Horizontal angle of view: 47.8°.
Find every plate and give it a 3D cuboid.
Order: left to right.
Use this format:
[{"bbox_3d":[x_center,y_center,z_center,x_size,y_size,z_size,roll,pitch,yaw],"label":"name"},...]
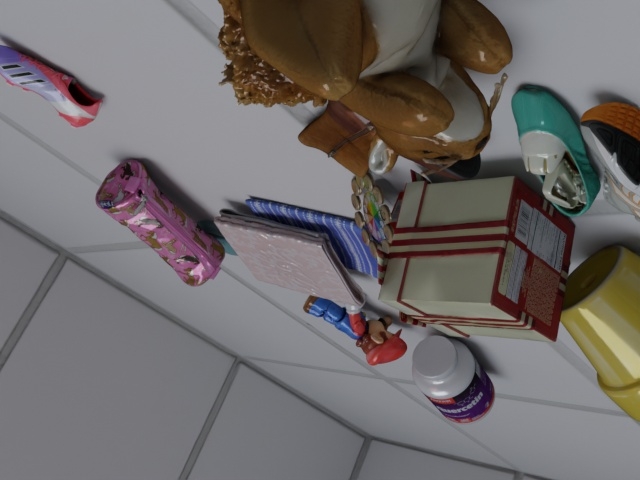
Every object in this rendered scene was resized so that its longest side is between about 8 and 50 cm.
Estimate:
[{"bbox_3d":[-0.275,0.003,2.065,0.188,0.024,0.188,20,159,8],"label":"plate"}]

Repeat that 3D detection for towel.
[{"bbox_3d":[-0.075,0.048,1.834,0.332,0.053,0.317,14,153,30],"label":"towel"},{"bbox_3d":[0.000,0.000,1.747,0.336,0.040,0.243,14,156,26],"label":"towel"}]

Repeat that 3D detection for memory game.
[{"bbox_3d":[0.098,-0.046,1.396,0.012,0.186,0.186,-17,165,-16],"label":"memory game"}]

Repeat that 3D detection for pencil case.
[{"bbox_3d":[-0.412,-0.038,1.904,0.160,0.167,0.386,-25,133,16],"label":"pencil case"}]

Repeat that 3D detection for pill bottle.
[{"bbox_3d":[0.377,0.397,2.079,0.182,0.181,0.323,9,154,35],"label":"pill bottle"}]

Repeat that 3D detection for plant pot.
[{"bbox_3d":[0.547,0.143,1.255,0.239,0.254,0.254,42,158,-1],"label":"plant pot"}]

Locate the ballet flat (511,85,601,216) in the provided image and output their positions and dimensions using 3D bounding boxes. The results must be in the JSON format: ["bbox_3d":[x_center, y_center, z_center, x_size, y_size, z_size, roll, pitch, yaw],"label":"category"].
[{"bbox_3d":[0.341,-0.115,1.047,0.083,0.087,0.247,3,150,44],"label":"ballet flat"}]

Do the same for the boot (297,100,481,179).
[{"bbox_3d":[0.103,-0.150,1.210,0.264,0.096,0.280,27,159,-7],"label":"boot"}]

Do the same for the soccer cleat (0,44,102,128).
[{"bbox_3d":[-0.581,-0.341,1.537,0.248,0.083,0.095,39,125,-22],"label":"soccer cleat"}]

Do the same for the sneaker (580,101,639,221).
[{"bbox_3d":[0.428,-0.089,1.011,0.262,0.099,0.121,36,160,-25],"label":"sneaker"}]

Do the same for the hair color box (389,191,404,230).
[{"bbox_3d":[0.206,-0.014,1.420,0.167,0.093,0.053,38,156,-31],"label":"hair color box"}]

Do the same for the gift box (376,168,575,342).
[{"bbox_3d":[0.251,0.020,1.247,0.258,0.255,0.276,-3,152,46],"label":"gift box"}]

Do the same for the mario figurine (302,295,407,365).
[{"bbox_3d":[0.117,0.227,2.100,0.321,0.170,0.198,34,-165,3],"label":"mario figurine"}]

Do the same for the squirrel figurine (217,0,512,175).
[{"bbox_3d":[0.049,-0.248,0.897,0.397,0.281,0.370,27,174,33],"label":"squirrel figurine"}]
